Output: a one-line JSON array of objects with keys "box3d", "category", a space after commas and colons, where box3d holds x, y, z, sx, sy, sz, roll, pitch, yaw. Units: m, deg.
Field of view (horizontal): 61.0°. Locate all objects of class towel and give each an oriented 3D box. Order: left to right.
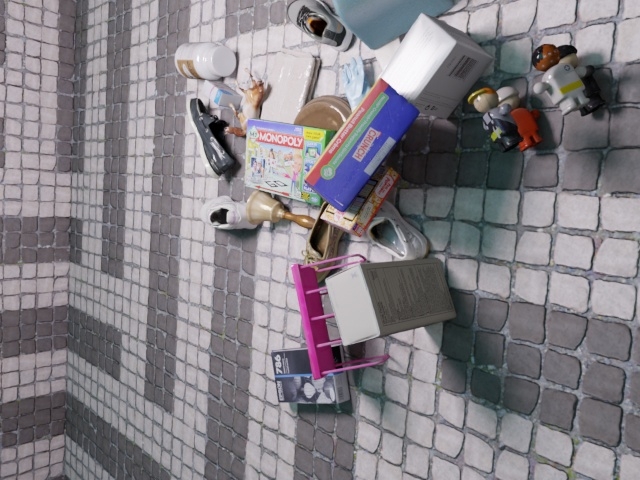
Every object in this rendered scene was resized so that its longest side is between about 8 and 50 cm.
[{"box3d": [-0.101, -0.451, 1.699, 0.187, 0.049, 0.282, 27, 110, 42], "category": "towel"}]

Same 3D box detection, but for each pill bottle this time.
[{"box3d": [-0.410, -0.642, 1.945, 0.229, 0.131, 0.131, 19, 104, 43], "category": "pill bottle"}]

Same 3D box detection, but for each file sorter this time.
[{"box3d": [0.060, 0.191, 1.424, 0.182, 0.202, 0.290, -14, 81, 11], "category": "file sorter"}]

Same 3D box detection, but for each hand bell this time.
[{"box3d": [-0.101, -0.075, 1.689, 0.242, 0.126, 0.126, 20, 105, 30], "category": "hand bell"}]

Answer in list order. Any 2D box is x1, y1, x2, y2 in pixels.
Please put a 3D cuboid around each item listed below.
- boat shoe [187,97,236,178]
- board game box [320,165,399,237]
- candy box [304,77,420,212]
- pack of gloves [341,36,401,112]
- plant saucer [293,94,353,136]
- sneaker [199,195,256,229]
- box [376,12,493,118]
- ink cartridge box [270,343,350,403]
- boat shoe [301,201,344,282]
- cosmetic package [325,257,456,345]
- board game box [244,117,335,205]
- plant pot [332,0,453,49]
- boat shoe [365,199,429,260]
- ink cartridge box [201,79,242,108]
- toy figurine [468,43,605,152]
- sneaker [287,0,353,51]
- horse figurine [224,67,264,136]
[{"box3d": [-0.383, -0.387, 1.943, 0.113, 0.127, 0.340, -25, 62, 12], "category": "boat shoe"}, {"box3d": [0.101, -0.114, 1.430, 0.193, 0.045, 0.147, -57, 35, -4], "category": "board game box"}, {"box3d": [0.082, -0.207, 1.267, 0.122, 0.317, 0.268, 38, 93, -5], "category": "candy box"}, {"box3d": [0.162, -0.413, 1.456, 0.195, 0.046, 0.232, -23, 78, 31], "category": "pack of gloves"}, {"box3d": [0.010, -0.278, 1.569, 0.278, 0.041, 0.277, 9, 105, 38], "category": "plant saucer"}, {"box3d": [-0.350, -0.098, 1.883, 0.305, 0.152, 0.114, 6, 97, 46], "category": "sneaker"}, {"box3d": [0.262, -0.391, 1.242, 0.119, 0.181, 0.182, 54, 125, 26], "category": "box"}, {"box3d": [-0.058, 0.412, 1.665, 0.333, 0.065, 0.165, -17, 79, 45], "category": "ink cartridge box"}, {"box3d": [0.000, 0.000, 1.578, 0.105, 0.089, 0.285, 38, 117, 37], "category": "boat shoe"}, {"box3d": [0.171, 0.134, 1.255, 0.113, 0.310, 0.160, -27, 71, 42], "category": "cosmetic package"}, {"box3d": [-0.100, -0.240, 1.612, 0.317, 0.046, 0.213, 17, 111, 38], "category": "board game box"}, {"box3d": [0.131, -0.655, 1.298, 0.247, 0.252, 0.247, -18, 78, 36], "category": "plant pot"}, {"box3d": [0.157, -0.040, 1.415, 0.277, 0.096, 0.098, 40, 121, 38], "category": "boat shoe"}, {"box3d": [-0.349, -0.515, 1.915, 0.122, 0.089, 0.052, 40, 118, 37], "category": "ink cartridge box"}, {"box3d": [0.421, -0.282, 1.066, 0.213, 0.210, 0.148, -33, 79, 39], "category": "toy figurine"}, {"box3d": [-0.019, -0.639, 1.572, 0.271, 0.108, 0.100, 45, 122, 36], "category": "sneaker"}, {"box3d": [-0.247, -0.448, 1.819, 0.174, 0.066, 0.263, 51, 133, 35], "category": "horse figurine"}]
